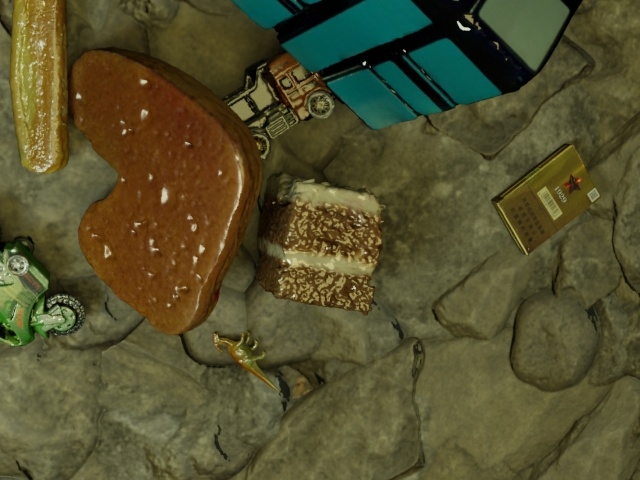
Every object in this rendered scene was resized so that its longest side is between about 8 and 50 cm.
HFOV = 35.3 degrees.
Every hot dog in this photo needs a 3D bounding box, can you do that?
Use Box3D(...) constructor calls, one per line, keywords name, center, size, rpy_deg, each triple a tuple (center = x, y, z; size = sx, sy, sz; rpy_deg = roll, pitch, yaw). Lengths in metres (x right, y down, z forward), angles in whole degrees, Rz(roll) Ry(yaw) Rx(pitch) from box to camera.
Box3D(name="hot dog", center=(-0.307, -0.181, 1.103), size=(0.066, 0.047, 0.215), rpy_deg=(0, 102, -1))

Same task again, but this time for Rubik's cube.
Box3D(name="Rubik's cube", center=(0.103, -0.316, 1.044), size=(0.283, 0.288, 0.293), rpy_deg=(38, 71, -23))

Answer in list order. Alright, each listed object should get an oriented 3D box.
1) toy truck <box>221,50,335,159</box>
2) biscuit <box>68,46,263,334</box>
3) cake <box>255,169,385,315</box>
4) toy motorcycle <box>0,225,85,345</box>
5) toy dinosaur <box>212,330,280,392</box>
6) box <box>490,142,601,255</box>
Box3D(name="toy truck", center=(-0.077, -0.147, 1.165), size=(0.192, 0.083, 0.092), rpy_deg=(-34, 105, -7))
Box3D(name="biscuit", center=(-0.191, -0.059, 1.117), size=(0.262, 0.052, 0.277), rpy_deg=(31, 116, 21))
Box3D(name="cake", center=(0.000, 0.000, 1.199), size=(0.135, 0.135, 0.147), rpy_deg=(13, 93, -19))
Box3D(name="toy motorcycle", center=(-0.358, 0.052, 1.132), size=(0.106, 0.074, 0.190), rpy_deg=(-40, 111, 3))
Box3D(name="toy dinosaur", center=(-0.085, 0.145, 1.256), size=(0.113, 0.026, 0.041), rpy_deg=(38, 95, -12))
Box3D(name="box", center=(0.301, -0.055, 1.340), size=(0.133, 0.023, 0.090), rpy_deg=(-38, 112, -7))
